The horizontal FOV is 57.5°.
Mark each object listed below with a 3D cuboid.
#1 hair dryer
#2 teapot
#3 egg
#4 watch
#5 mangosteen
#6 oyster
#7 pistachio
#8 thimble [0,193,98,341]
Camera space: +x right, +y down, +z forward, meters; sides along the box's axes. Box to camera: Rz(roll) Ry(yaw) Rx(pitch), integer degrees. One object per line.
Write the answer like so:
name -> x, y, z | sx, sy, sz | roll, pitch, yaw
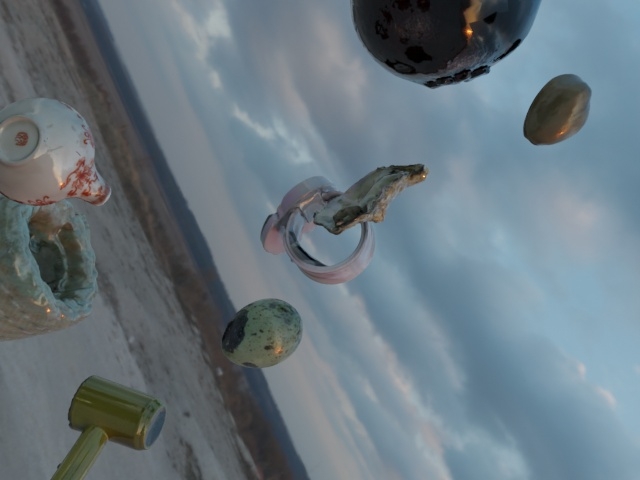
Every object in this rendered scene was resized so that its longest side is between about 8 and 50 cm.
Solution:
hair dryer -> -0.359, 0.345, 0.890 | 0.279, 0.134, 0.090 | -64, 167, -46
teapot -> -0.422, -0.139, 0.852 | 0.245, 0.159, 0.116 | 43, 8, 13
egg -> -0.075, 0.119, 0.742 | 0.085, 0.110, 0.085 | -17, 90, -80
watch -> 0.000, 0.000, 1.364 | 0.231, 0.244, 0.196 | 53, 1, 21
mangosteen -> 0.182, -0.418, 0.909 | 0.307, 0.306, 0.347 | -166, -121, -76
oyster -> 0.089, -0.063, 0.932 | 0.081, 0.191, 0.163 | 54, 23, -12
pistachio -> 0.459, -0.248, 1.132 | 0.113, 0.149, 0.113 | 45, 4, -4
thimble -> -0.592, 0.043, 1.159 | 0.291, 0.195, 0.292 | -14, 90, -84
